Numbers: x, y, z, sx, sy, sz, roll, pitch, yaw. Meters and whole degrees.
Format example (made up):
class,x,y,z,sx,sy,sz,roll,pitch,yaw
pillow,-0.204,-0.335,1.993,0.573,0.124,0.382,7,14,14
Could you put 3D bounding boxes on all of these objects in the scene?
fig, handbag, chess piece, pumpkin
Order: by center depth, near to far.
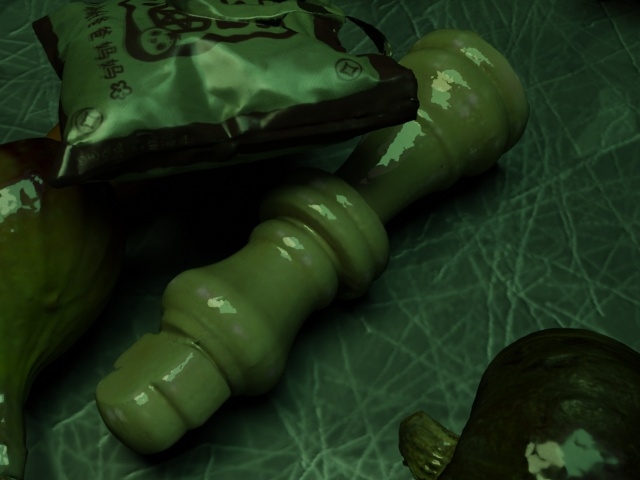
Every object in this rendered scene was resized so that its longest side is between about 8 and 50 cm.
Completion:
class,x,y,z,sx,sy,sz,roll,pitch,yaw
pumpkin,0.110,0.141,0.489,0.162,0.219,0.219,30,57,17
fig,-0.215,0.038,0.593,0.160,0.143,0.230,-23,34,32
handbag,-0.077,-0.119,0.635,0.235,0.127,0.213,-12,36,-13
chess piece,0.000,0.000,0.664,0.117,0.117,0.397,33,61,22

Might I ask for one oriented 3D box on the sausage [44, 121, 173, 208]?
class,x,y,z,sx,sy,sz,roll,pitch,yaw
sausage,-0.122,-0.109,0.754,0.098,0.098,0.238,36,62,24
